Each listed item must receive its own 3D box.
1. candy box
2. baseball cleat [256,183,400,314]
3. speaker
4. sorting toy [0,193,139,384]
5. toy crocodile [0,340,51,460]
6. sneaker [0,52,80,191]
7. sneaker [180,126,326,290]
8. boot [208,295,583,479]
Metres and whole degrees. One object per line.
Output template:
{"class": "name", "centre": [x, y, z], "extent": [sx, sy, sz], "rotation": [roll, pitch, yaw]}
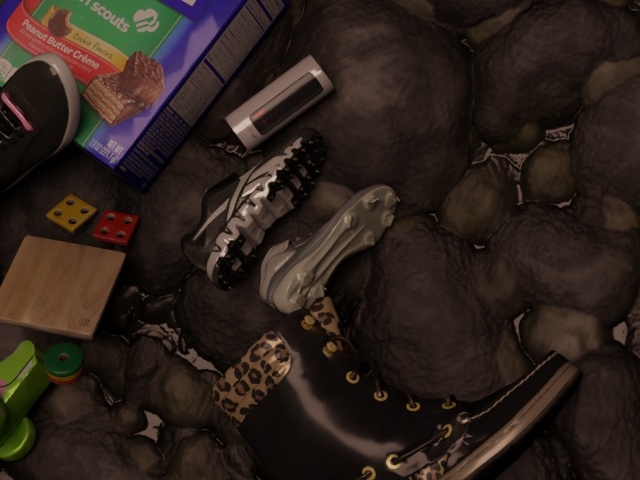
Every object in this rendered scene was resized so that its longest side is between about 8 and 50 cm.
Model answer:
{"class": "candy box", "centre": [-0.242, -0.268, 1.893], "extent": [0.268, 0.122, 0.317], "rotation": [36, 85, 17]}
{"class": "baseball cleat", "centre": [0.000, 0.000, 1.805], "extent": [0.206, 0.072, 0.109], "rotation": [-45, 37, -22]}
{"class": "speaker", "centre": [-0.051, -0.170, 1.865], "extent": [0.136, 0.055, 0.055], "rotation": [-36, 72, 2]}
{"class": "sorting toy", "centre": [-0.316, 0.060, 1.840], "extent": [0.132, 0.046, 0.274], "rotation": [10, 50, 8]}
{"class": "toy crocodile", "centre": [-0.444, 0.263, 1.813], "extent": [0.105, 0.115, 0.340], "rotation": [33, 85, 24]}
{"class": "sneaker", "centre": [-0.398, -0.113, 1.798], "extent": [0.104, 0.147, 0.296], "rotation": [54, 136, 1]}
{"class": "sneaker", "centre": [-0.090, -0.054, 1.832], "extent": [0.106, 0.078, 0.234], "rotation": [27, 74, 33]}
{"class": "boot", "centre": [0.078, 0.181, 1.717], "extent": [0.377, 0.138, 0.284], "rotation": [-40, 72, 6]}
